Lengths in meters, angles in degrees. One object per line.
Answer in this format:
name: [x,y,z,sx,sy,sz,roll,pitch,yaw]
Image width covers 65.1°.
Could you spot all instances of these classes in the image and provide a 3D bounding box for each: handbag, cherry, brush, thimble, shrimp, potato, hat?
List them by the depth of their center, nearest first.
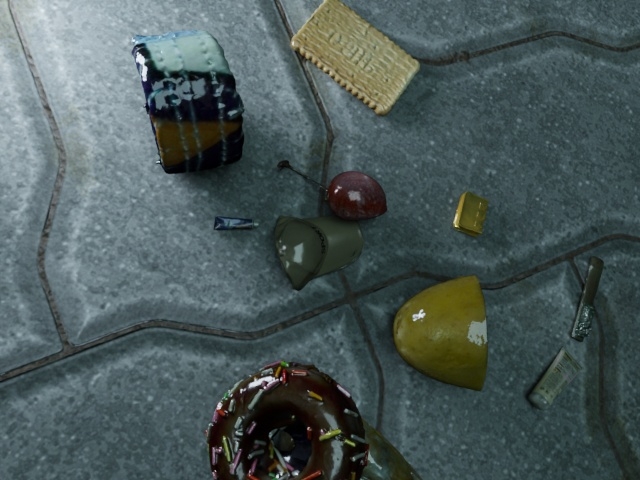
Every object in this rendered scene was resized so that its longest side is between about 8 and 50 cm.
thimble: [-0.225,-0.235,0.849,0.150,0.237,0.237,-14,82,-17]
shrimp: [0.063,0.412,0.867,0.317,0.077,0.168,41,83,3]
potato: [0.210,0.163,0.909,0.158,0.178,0.204,3,103,3]
hat: [0.000,0.000,0.924,0.175,0.085,0.147,-17,82,-14]
cherry: [0.020,-0.095,0.944,0.225,0.090,0.107,16,41,0]
handbag: [0.313,-0.055,1.035,0.061,0.027,0.083,21,74,-6]
brush: [0.569,0.121,1.057,0.034,0.027,0.190,26,74,-8]

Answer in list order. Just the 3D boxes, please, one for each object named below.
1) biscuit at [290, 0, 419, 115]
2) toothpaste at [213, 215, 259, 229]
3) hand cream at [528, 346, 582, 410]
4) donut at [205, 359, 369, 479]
biscuit: [0.075,-0.385,1.047,0.249,0.030,0.160,36,74,-4]
toothpaste: [-0.156,-0.031,0.930,0.083,0.019,0.027,2,102,-11]
hand cream: [0.466,0.278,1.002,0.143,0.039,0.061,-36,82,-26]
donut: [-0.057,0.327,0.800,0.269,0.103,0.270,-2,76,10]
